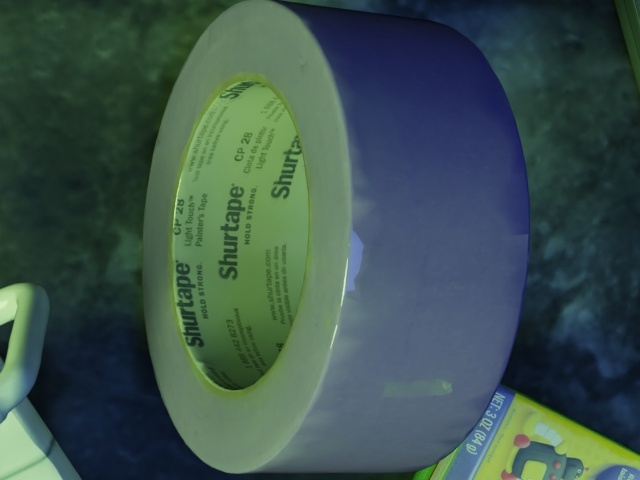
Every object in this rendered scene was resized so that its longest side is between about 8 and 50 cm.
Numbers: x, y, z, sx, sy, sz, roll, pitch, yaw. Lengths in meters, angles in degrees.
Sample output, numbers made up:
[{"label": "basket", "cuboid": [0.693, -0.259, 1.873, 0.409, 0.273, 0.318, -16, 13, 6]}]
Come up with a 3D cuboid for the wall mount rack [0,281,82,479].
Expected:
[{"label": "wall mount rack", "cuboid": [-0.190, 0.173, 0.769, 0.304, 0.130, 0.350, -26, 114, 11]}]

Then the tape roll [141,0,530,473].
[{"label": "tape roll", "cuboid": [0.000, 0.000, 0.787, 0.080, 0.189, 0.189, 3, 100, -29]}]

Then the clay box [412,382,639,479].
[{"label": "clay box", "cuboid": [0.144, 0.168, 0.941, 0.222, 0.053, 0.127, 27, 88, -10]}]

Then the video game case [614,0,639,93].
[{"label": "video game case", "cuboid": [0.287, -0.098, 1.009, 0.274, 0.026, 0.196, -28, 113, -20]}]
